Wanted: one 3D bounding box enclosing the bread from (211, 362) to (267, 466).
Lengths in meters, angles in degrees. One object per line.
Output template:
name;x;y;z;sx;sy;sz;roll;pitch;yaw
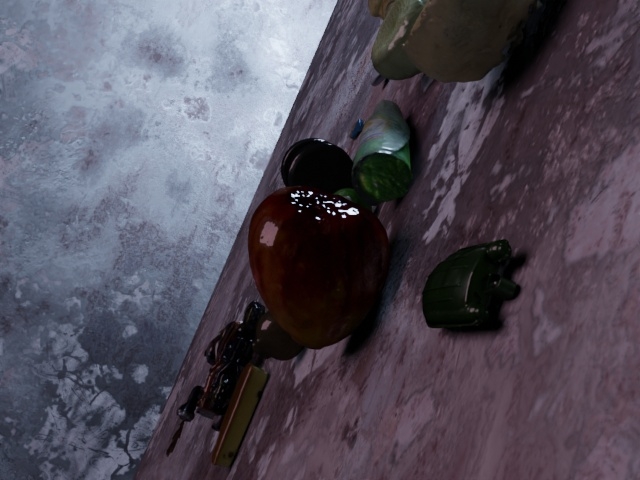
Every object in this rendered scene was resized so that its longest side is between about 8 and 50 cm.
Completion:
bread;-0.180;0.382;1.913;0.226;0.049;0.088;-68;11;-7

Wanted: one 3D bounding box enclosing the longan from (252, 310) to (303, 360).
longan;-0.080;0.186;1.708;0.119;0.106;0.106;-37;0;-22

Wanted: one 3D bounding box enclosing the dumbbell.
dumbbell;-0.007;-0.149;1.955;0.152;0.153;0.218;-64;11;7

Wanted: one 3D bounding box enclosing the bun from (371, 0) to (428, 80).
bun;0.182;-0.395;1.687;0.195;0.118;0.195;-55;21;33

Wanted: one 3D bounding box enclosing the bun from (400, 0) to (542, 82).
bun;0.231;-0.336;1.241;0.259;0.152;0.259;-59;2;4

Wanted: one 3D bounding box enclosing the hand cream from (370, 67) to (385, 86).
hand cream;0.166;-0.477;2.111;0.079;0.048;0.255;-48;21;52

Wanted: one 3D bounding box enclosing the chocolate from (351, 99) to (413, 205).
chocolate;0.117;-0.180;1.600;0.110;0.110;0.291;-59;11;31

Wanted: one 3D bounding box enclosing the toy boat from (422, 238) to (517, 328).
toy boat;0.162;0.054;1.015;0.210;0.052;0.104;151;140;-74

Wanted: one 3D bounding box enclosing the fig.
fig;-0.002;0.037;1.388;0.224;0.224;0.263;145;112;-69

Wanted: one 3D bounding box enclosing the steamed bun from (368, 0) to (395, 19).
steamed bun;0.206;-0.513;1.808;0.177;0.106;0.192;-43;-12;36

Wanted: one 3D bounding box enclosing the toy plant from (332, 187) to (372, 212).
toy plant;0.000;0.000;1.621;0.235;0.175;0.218;-25;28;33

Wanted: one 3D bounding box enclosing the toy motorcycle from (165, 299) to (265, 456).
toy motorcycle;-0.237;0.337;2.057;0.207;0.134;0.401;-48;19;58

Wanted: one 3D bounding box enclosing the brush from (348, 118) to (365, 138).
brush;0.097;-0.266;2.080;0.164;0.014;0.051;-154;87;-78
